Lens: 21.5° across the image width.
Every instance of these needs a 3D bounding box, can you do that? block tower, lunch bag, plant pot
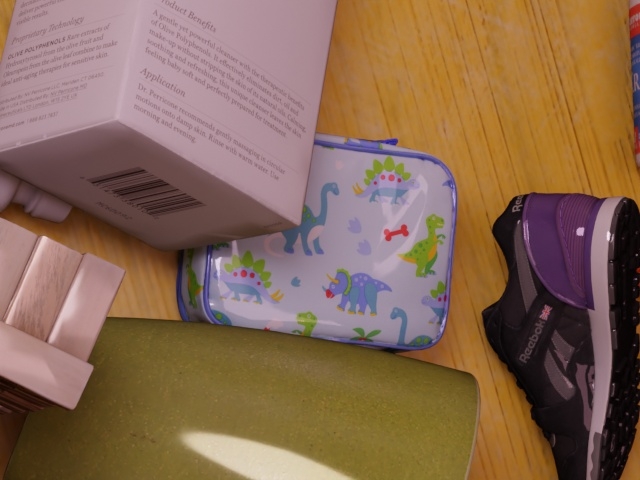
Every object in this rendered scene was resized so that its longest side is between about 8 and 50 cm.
[{"bbox_3d":[-0.224,0.058,1.130,0.091,0.335,0.097,26,76,-18],"label":"block tower"},{"bbox_3d":[0.000,0.000,1.357,0.219,0.090,0.176,6,83,-21],"label":"lunch bag"},{"bbox_3d":[-0.072,0.171,1.238,0.293,0.275,0.275,22,76,-5],"label":"plant pot"}]

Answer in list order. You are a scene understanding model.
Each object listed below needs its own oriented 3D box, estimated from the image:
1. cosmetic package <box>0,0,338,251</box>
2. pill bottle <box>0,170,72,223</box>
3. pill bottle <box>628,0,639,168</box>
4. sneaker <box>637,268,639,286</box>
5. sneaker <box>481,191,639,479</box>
[{"bbox_3d":[-0.096,-0.200,1.241,0.197,0.155,0.366,31,59,-42],"label":"cosmetic package"},{"bbox_3d":[-0.266,-0.077,1.251,0.180,0.108,0.108,17,78,-19],"label":"pill bottle"},{"bbox_3d":[0.335,-0.174,1.490,0.124,0.124,0.222,1,83,-21],"label":"pill bottle"},{"bbox_3d":[0.290,0.027,1.485,0.175,0.064,0.067,-1,95,-19],"label":"sneaker"},{"bbox_3d":[0.201,0.094,1.436,0.107,0.124,0.283,-27,120,-61],"label":"sneaker"}]
